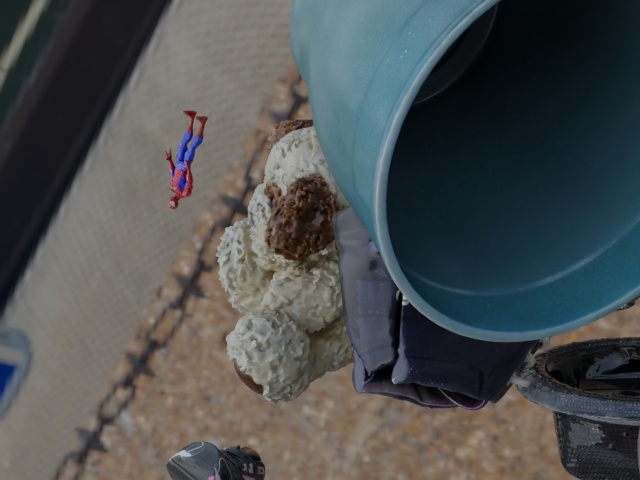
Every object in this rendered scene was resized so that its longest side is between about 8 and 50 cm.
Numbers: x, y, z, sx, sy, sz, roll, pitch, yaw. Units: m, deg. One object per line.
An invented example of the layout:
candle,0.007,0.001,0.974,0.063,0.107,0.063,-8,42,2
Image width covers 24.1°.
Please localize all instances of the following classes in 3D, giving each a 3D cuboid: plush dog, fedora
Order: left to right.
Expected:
plush dog,0.000,0.000,1.454,0.262,0.211,0.225,-102,5,-59
fedora,0.410,0.226,1.857,0.334,0.334,0.152,12,109,49

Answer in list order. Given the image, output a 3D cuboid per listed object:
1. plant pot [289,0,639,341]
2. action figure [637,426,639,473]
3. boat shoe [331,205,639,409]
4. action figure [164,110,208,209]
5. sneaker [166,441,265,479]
plant pot,0.106,-0.111,1.021,0.271,0.272,0.255,-58,37,14
action figure,0.131,0.094,0.336,0.341,0.179,0.330,-95,15,-62
boat shoe,0.151,0.067,1.248,0.127,0.341,0.158,-20,67,51
action figure,-0.158,-0.090,1.719,0.038,0.030,0.115,24,109,36
sneaker,-0.091,0.220,1.413,0.072,0.178,0.077,37,71,16
